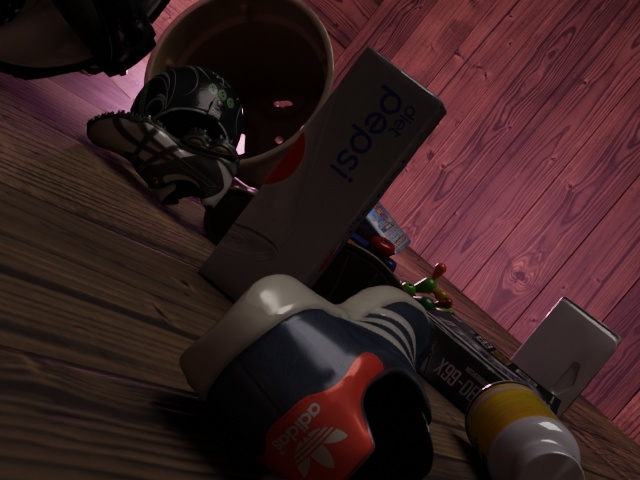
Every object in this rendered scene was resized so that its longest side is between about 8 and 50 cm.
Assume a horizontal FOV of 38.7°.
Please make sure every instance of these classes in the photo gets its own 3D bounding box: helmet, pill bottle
[{"bbox_3d":[-0.189,-0.161,1.272,0.169,0.169,0.161,36,24,-25],"label":"helmet"},{"bbox_3d":[0.231,0.235,1.032,0.103,0.103,0.184,38,6,-10],"label":"pill bottle"}]

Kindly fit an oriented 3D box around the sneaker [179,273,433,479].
[{"bbox_3d":[0.032,0.122,0.685,0.148,0.131,0.350,48,15,19],"label":"sneaker"}]

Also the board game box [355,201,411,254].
[{"bbox_3d":[0.042,-0.016,1.507,0.194,0.194,0.060,41,40,13],"label":"board game box"}]

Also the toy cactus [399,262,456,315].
[{"bbox_3d":[0.146,0.084,1.658,0.219,0.112,0.180,21,-9,1],"label":"toy cactus"}]

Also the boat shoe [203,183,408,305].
[{"bbox_3d":[-0.002,0.027,1.145,0.307,0.110,0.104,39,7,-2],"label":"boat shoe"}]

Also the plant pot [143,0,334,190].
[{"bbox_3d":[-0.110,-0.237,1.668,0.334,0.334,0.305,41,-4,20],"label":"plant pot"}]

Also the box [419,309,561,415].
[{"bbox_3d":[0.251,0.212,1.420,0.242,0.076,0.307,40,7,16],"label":"box"}]

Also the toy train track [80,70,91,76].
[{"bbox_3d":[-0.423,-0.312,1.603,0.048,0.014,0.083,34,7,-36],"label":"toy train track"}]

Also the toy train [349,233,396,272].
[{"bbox_3d":[-0.016,0.000,1.408,0.248,0.105,0.143,36,22,23],"label":"toy train"}]

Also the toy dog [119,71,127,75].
[{"bbox_3d":[-0.317,-0.396,1.579,0.334,0.220,0.161,-10,-61,52],"label":"toy dog"}]

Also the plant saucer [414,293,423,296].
[{"bbox_3d":[0.224,0.132,2.111,0.083,0.015,0.083,38,7,-5],"label":"plant saucer"}]

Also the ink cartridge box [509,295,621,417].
[{"bbox_3d":[0.441,0.231,1.697,0.129,0.223,0.307,40,7,18],"label":"ink cartridge box"}]

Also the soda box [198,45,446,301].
[{"bbox_3d":[0.004,-0.052,0.938,0.098,0.286,0.091,39,8,7],"label":"soda box"}]

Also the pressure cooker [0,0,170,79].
[{"bbox_3d":[-0.350,-0.392,1.048,0.370,0.375,0.420,0,34,-47],"label":"pressure cooker"}]

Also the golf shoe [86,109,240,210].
[{"bbox_3d":[-0.198,-0.093,1.082,0.198,0.094,0.077,14,-15,15],"label":"golf shoe"}]
